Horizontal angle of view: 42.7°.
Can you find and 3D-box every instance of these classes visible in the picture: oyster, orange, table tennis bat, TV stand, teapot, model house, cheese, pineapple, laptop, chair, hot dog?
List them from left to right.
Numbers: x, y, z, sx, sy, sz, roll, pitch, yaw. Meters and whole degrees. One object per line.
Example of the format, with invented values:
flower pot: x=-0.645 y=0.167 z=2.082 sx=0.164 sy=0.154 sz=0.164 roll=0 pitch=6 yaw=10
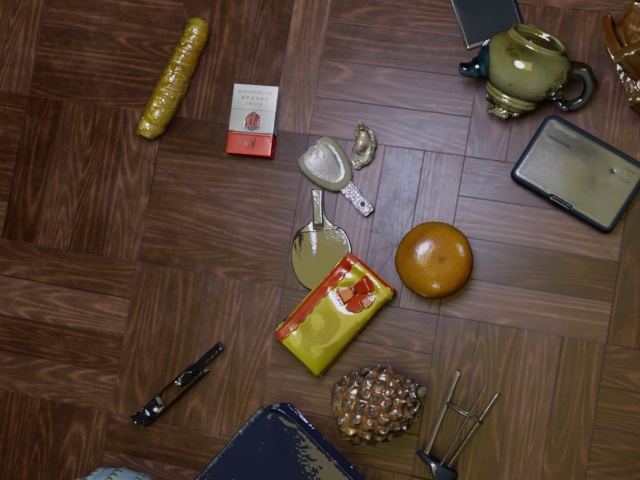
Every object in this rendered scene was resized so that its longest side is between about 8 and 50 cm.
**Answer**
hot dog: x=-0.317 y=-0.349 z=1.785 sx=0.068 sy=0.083 sz=0.289 roll=27 pitch=91 yaw=-8
TV stand: x=-0.300 y=0.308 z=1.751 sx=0.249 sy=0.036 sz=0.042 roll=-42 pitch=79 yaw=4
table tennis bat: x=0.000 y=0.000 z=1.731 sx=0.130 sy=0.019 sz=0.220 roll=-4 pitch=87 yaw=8
cheese: x=0.042 y=-0.128 z=1.724 sx=0.097 sy=0.037 sz=0.192 roll=-43 pitch=81 yaw=5
oyster: x=0.088 y=-0.198 z=1.731 sx=0.083 sy=0.038 sz=0.080 roll=-49 pitch=68 yaw=29
pineapple: x=0.119 y=0.319 z=1.617 sx=0.193 sy=0.166 sz=0.166 roll=-17 pitch=83 yaw=5
orange: x=0.226 y=0.039 z=1.637 sx=0.156 sy=0.124 sz=0.156 roll=0 pitch=90 yaw=-7
chair: x=0.263 y=0.376 z=1.625 sx=0.095 sy=0.104 sz=0.221 roll=23 pitch=85 yaw=36
laptop: x=0.341 y=-0.500 z=1.710 sx=0.129 sy=0.016 sz=0.180 roll=-17 pitch=82 yaw=8
teapot: x=0.408 y=-0.318 z=1.626 sx=0.269 sy=0.173 sz=0.182 roll=19 pitch=123 yaw=-6
model house: x=0.648 y=-0.351 z=1.551 sx=0.219 sy=0.199 sz=0.229 roll=27 pitch=96 yaw=33

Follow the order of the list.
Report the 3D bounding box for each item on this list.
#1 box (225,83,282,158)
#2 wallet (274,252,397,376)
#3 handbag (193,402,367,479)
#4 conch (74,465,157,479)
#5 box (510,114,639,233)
box: x=-0.143 y=-0.256 z=1.761 sx=0.100 sy=0.048 sz=0.152 roll=6 pitch=85 yaw=12
wallet: x=0.028 y=0.150 z=1.685 sx=0.141 sy=0.067 sz=0.241 roll=42 pitch=95 yaw=4
handbag: x=-0.073 y=0.532 z=1.652 sx=0.329 sy=0.122 sz=0.303 roll=43 pitch=92 yaw=11
conch: x=-0.420 y=0.588 z=1.667 sx=0.319 sy=0.215 sz=0.303 roll=33 pitch=99 yaw=-21
box: x=0.515 y=-0.134 z=1.634 sx=0.230 sy=0.050 sz=0.160 roll=33 pitch=91 yaw=10
